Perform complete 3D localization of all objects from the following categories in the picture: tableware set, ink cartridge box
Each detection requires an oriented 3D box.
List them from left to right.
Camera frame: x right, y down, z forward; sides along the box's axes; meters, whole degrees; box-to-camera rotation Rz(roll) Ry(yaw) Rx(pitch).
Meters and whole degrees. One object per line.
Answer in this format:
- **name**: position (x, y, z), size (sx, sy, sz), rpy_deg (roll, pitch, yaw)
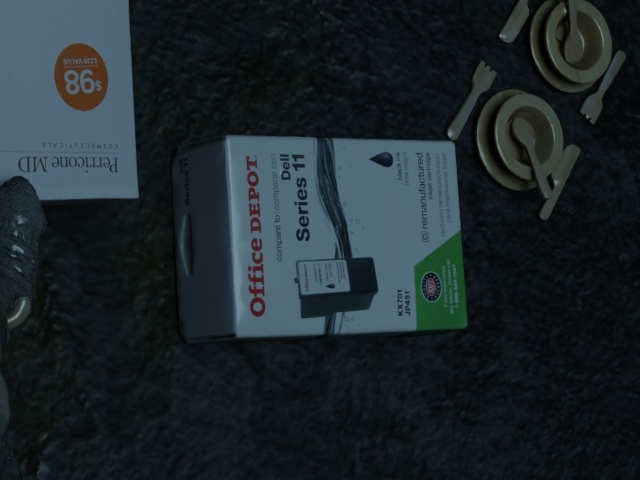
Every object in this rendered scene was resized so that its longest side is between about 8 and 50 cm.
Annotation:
- **ink cartridge box**: position (0.000, 0.000, 1.270), size (0.208, 0.087, 0.153), rpy_deg (-1, 85, -31)
- **tableware set**: position (0.198, -0.130, 1.437), size (0.128, 0.039, 0.194), rpy_deg (39, 67, -23)

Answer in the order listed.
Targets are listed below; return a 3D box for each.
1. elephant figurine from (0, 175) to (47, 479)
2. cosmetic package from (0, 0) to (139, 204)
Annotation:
- **elephant figurine**: position (-0.237, 0.085, 0.975), size (0.169, 0.186, 0.239), rpy_deg (-7, 90, -6)
- **cosmetic package**: position (-0.292, -0.161, 1.052), size (0.377, 0.097, 0.284), rpy_deg (-3, 91, -45)
